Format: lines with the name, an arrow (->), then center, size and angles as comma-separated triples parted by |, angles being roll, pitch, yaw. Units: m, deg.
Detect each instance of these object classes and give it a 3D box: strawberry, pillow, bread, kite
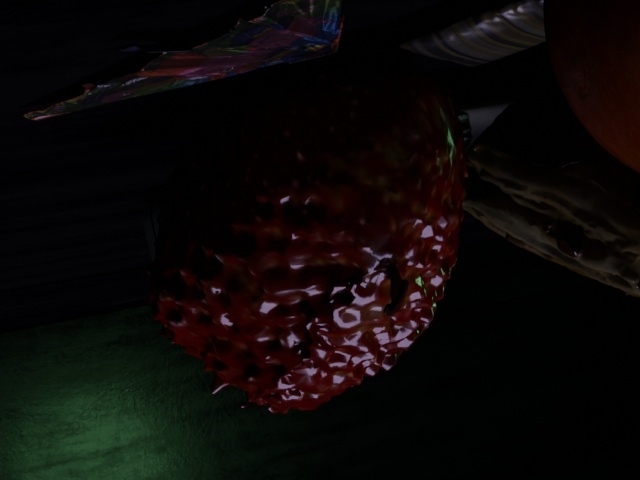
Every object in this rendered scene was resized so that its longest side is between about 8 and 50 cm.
strawberry -> 0.001, 0.002, 1.355 | 0.292, 0.292, 0.343 | -12, 174, -18
pillow -> 0.168, -0.175, 1.207 | 0.203, 0.038, 0.113 | -18, 171, 32
bread -> 0.303, -0.077, 1.556 | 0.277, 0.167, 0.324 | 26, -153, 36
kite -> -0.067, -0.136, 1.151 | 0.321, 0.016, 0.234 | -17, 176, 39

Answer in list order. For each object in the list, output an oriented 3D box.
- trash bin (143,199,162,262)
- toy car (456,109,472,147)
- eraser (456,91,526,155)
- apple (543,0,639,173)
trash bin -> -0.141, -0.005, 1.825 | 0.059, 0.116, 0.130 | -12, 174, -34
toy car -> 0.070, -0.108, 1.555 | 0.093, 0.058, 0.186 | -16, -168, -26
eraser -> 0.080, -0.080, 1.757 | 0.274, 0.092, 0.210 | -14, 176, -15
apple -> 0.267, -0.133, 0.996 | 0.251, 0.206, 0.272 | -12, 177, 11
